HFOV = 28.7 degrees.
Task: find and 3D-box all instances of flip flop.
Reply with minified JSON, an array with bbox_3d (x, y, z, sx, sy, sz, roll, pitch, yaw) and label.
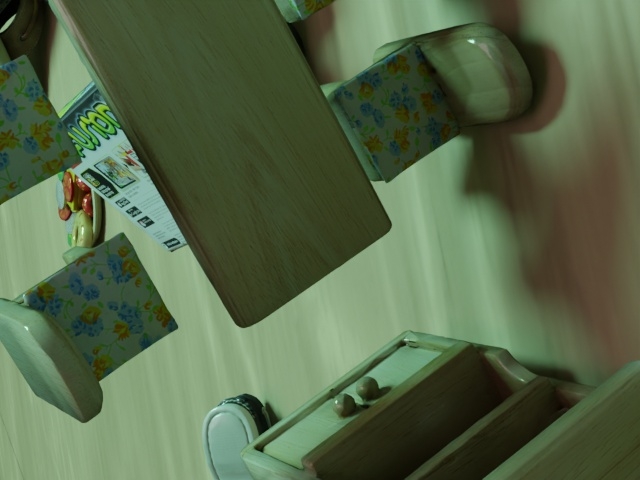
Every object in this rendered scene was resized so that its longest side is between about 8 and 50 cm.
[{"bbox_3d":[-0.285,-0.193,1.126,0.112,0.080,0.277,40,145,48],"label":"flip flop"}]

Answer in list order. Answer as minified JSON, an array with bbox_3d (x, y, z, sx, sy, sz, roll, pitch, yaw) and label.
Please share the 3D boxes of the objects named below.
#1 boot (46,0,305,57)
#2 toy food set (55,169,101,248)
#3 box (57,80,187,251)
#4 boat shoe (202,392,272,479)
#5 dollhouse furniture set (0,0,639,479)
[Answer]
[{"bbox_3d":[-0.117,-0.168,0.686,0.246,0.083,0.161,44,159,-17],"label":"boot"},{"bbox_3d":[-0.203,-0.030,1.045,0.082,0.020,0.083,40,131,54],"label":"toy food set"},{"bbox_3d":[-0.086,-0.054,0.717,0.114,0.036,0.207,41,157,-15],"label":"box"},{"bbox_3d":[-0.045,0.154,0.753,0.046,0.038,0.125,-5,98,22],"label":"boat shoe"},{"bbox_3d":[0.000,0.000,0.455,0.242,0.212,0.161,61,159,-14],"label":"dollhouse furniture set"}]
